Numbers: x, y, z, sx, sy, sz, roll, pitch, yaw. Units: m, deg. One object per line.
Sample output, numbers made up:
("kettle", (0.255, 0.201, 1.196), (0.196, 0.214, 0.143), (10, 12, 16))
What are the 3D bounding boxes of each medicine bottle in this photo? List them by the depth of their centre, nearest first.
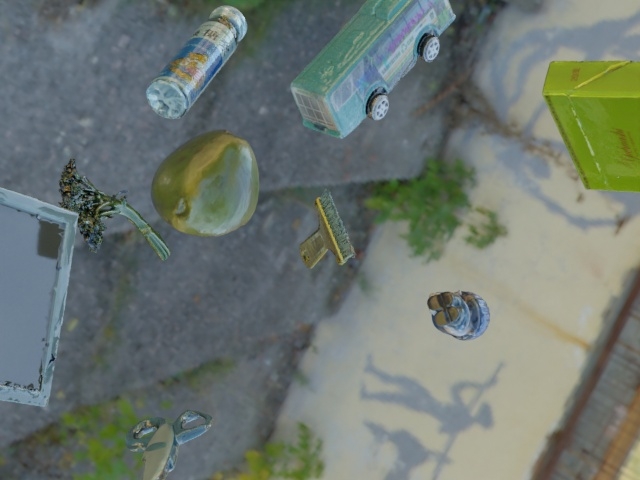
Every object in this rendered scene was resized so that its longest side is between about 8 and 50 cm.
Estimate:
("medicine bottle", (-0.135, -0.201, 1.314), (0.191, 0.051, 0.051), (-64, 168, -51))

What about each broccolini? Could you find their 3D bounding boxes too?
("broccolini", (-0.296, -0.013, 1.758), (0.271, 0.062, 0.123), (41, 42, -54))

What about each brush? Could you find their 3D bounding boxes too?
("brush", (0.000, 0.000, 1.407), (0.010, 0.083, 0.218), (-21, 174, -16))

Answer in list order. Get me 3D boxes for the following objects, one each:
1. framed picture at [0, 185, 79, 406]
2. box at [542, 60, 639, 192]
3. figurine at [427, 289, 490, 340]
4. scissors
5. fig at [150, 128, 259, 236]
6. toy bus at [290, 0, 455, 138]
("framed picture", (-0.350, 0.044, 1.159), (0.273, 0.016, 0.217), (25, 68, -56))
("box", (0.404, -0.106, 1.165), (0.187, 0.335, 0.047), (49, 53, -50))
("figurine", (0.189, 0.094, 1.605), (0.079, 0.077, 0.136), (-23, 163, 3))
("scissors", (-0.232, 0.311, 1.709), (0.289, 0.138, 0.041), (-87, 166, -78))
("fig", (-0.188, -0.096, 1.981), (0.191, 0.181, 0.181), (-65, 158, -5))
("toy bus", (0.073, -0.248, 1.565), (0.262, 0.091, 0.109), (-51, 140, -22))
